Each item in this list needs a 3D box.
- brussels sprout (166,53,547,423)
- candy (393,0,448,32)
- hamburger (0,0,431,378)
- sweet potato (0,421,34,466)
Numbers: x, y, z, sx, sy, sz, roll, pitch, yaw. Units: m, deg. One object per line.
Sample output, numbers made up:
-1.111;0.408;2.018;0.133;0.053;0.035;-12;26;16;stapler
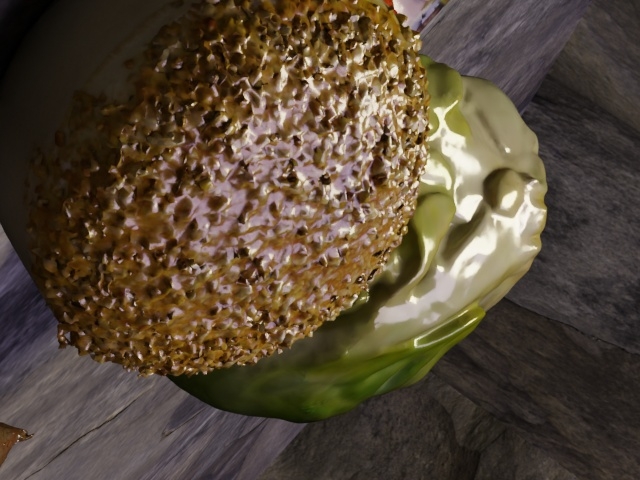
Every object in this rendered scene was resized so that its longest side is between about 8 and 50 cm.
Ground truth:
0.000;0.000;1.423;0.344;0.268;0.344;-9;171;-1;brussels sprout
0.048;-0.196;1.398;0.143;0.101;0.271;-46;-179;6;candy
-0.057;-0.051;1.133;0.294;0.179;0.276;-25;136;-34;hamburger
-0.305;0.187;1.344;0.226;0.068;0.068;-36;164;-22;sweet potato
